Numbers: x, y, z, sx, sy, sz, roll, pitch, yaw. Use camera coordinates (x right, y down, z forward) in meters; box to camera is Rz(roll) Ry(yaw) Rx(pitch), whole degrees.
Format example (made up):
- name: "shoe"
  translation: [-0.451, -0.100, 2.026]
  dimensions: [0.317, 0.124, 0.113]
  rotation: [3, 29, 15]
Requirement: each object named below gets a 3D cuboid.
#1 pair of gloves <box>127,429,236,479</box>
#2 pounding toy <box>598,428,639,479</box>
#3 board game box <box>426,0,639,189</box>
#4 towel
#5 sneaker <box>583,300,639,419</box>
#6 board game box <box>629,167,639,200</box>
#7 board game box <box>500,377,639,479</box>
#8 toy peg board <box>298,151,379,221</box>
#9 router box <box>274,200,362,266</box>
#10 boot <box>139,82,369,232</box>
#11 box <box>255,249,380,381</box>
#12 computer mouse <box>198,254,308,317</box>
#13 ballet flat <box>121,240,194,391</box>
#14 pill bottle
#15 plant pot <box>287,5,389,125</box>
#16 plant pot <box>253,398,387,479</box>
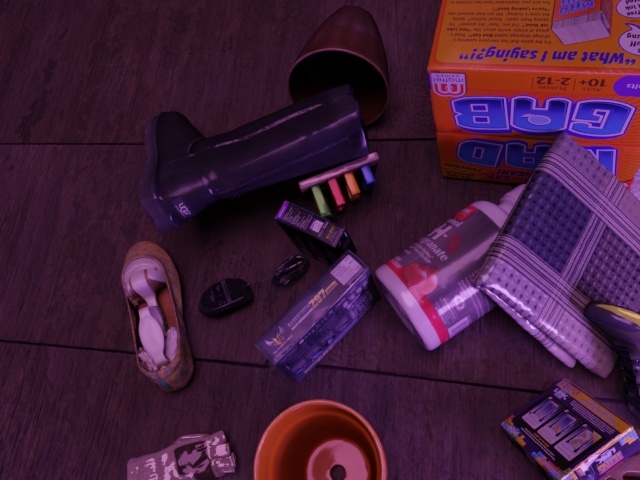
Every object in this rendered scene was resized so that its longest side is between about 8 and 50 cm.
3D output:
- name: "pair of gloves"
  translation: [-0.233, 0.477, 1.088]
  dimensions: [0.204, 0.042, 0.240]
  rotation: [-22, 67, -1]
- name: "pounding toy"
  translation: [0.474, 0.378, 0.885]
  dimensions: [0.154, 0.155, 0.269]
  rotation: [-26, 34, -11]
- name: "board game box"
  translation: [0.414, -0.336, 1.097]
  dimensions: [0.356, 0.356, 0.356]
  rotation: [8, 69, 19]
- name: "towel"
  translation: [0.436, 0.031, 1.023]
  dimensions: [0.324, 0.056, 0.312]
  rotation: [37, 76, -18]
- name: "sneaker"
  translation: [0.525, 0.218, 0.955]
  dimensions: [0.121, 0.111, 0.300]
  rotation: [-44, 87, 1]
- name: "board game box"
  translation: [0.607, -0.110, 1.156]
  dimensions: [0.090, 0.020, 0.090]
  rotation: [32, 78, 25]
- name: "board game box"
  translation: [0.390, 0.308, 0.956]
  dimensions: [0.141, 0.170, 0.048]
  rotation: [-33, 107, -3]
- name: "toy peg board"
  translation: [0.048, -0.097, 1.211]
  dimensions: [0.160, 0.161, 0.079]
  rotation: [-21, 86, 1]
- name: "router box"
  translation: [0.000, 0.000, 1.158]
  dimensions: [0.133, 0.179, 0.046]
  rotation: [26, 77, 21]
- name: "boot"
  translation: [-0.137, -0.223, 1.243]
  dimensions: [0.445, 0.146, 0.367]
  rotation: [-23, 44, 10]
- name: "box"
  translation: [0.003, 0.143, 1.096]
  dimensions: [0.232, 0.183, 0.059]
  rotation: [-45, 65, -7]
- name: "computer mouse"
  translation: [-0.135, 0.095, 1.233]
  dimensions: [0.242, 0.041, 0.071]
  rotation: [-22, 48, -3]
- name: "ballet flat"
  translation: [-0.340, 0.132, 1.216]
  dimensions: [0.123, 0.123, 0.349]
  rotation: [-23, 64, 3]
- name: "pill bottle"
  translation: [0.271, 0.040, 1.083]
  dimensions: [0.318, 0.176, 0.176]
  rotation: [-34, 65, -3]
- name: "plant pot"
  translation: [0.056, -0.400, 1.318]
  dimensions: [0.215, 0.215, 0.230]
  rotation: [3, 54, 14]
- name: "plant pot"
  translation: [0.015, 0.378, 0.992]
  dimensions: [0.205, 0.188, 0.205]
  rotation: [-5, 67, 11]
